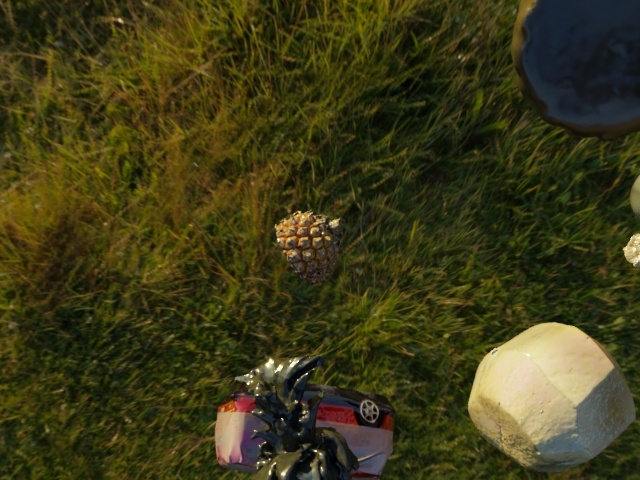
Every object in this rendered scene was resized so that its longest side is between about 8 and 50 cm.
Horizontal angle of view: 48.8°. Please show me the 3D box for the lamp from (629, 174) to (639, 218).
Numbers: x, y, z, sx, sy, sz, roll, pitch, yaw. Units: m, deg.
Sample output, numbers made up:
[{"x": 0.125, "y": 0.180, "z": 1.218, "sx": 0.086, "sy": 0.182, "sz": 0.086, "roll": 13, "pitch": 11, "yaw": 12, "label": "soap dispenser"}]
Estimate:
[{"x": 0.565, "y": -0.073, "z": 1.162, "sx": 0.105, "sy": 0.105, "sz": 0.105, "roll": 0, "pitch": 84, "yaw": 3, "label": "lamp"}]

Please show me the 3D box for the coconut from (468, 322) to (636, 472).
[{"x": 0.341, "y": 0.228, "z": 1.048, "sx": 0.237, "sy": 0.237, "sz": 0.197, "roll": -38, "pitch": 70, "yaw": -1, "label": "coconut"}]

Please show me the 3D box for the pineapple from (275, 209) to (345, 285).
[{"x": -0.002, "y": -0.003, "z": 1.539, "sx": 0.137, "sy": 0.176, "sz": 0.161, "roll": -35, "pitch": 73, "yaw": 11, "label": "pineapple"}]

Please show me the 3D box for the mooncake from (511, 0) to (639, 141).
[{"x": 0.321, "y": -0.231, "z": 0.770, "sx": 0.228, "sy": 0.124, "sz": 0.228, "roll": 4, "pitch": 125, "yaw": 6, "label": "mooncake"}]

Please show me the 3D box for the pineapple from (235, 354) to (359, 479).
[{"x": -0.010, "y": 0.167, "z": 0.439, "sx": 0.108, "sy": 0.108, "sz": 0.197, "roll": -15, "pitch": 73, "yaw": 1, "label": "pineapple"}]

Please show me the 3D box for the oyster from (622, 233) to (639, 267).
[{"x": 0.614, "y": 0.023, "z": 1.207, "sx": 0.108, "sy": 0.053, "sz": 0.166, "roll": -32, "pitch": 46, "yaw": -31, "label": "oyster"}]

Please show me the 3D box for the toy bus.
[{"x": -0.023, "y": 0.321, "z": 1.177, "sx": 0.303, "sy": 0.127, "sz": 0.147, "roll": 14, "pitch": 64, "yaw": -20, "label": "toy bus"}]
